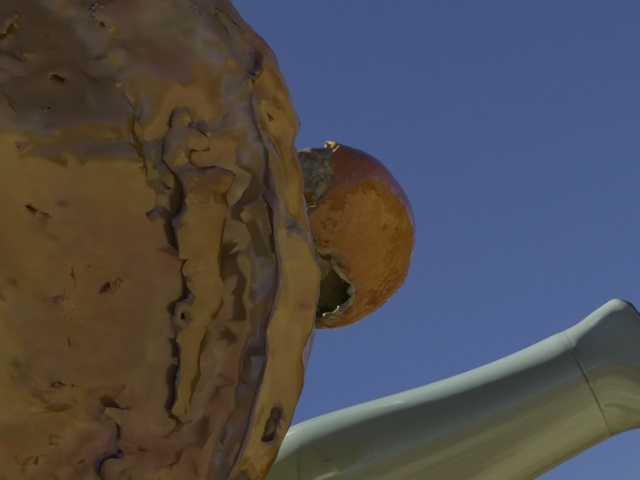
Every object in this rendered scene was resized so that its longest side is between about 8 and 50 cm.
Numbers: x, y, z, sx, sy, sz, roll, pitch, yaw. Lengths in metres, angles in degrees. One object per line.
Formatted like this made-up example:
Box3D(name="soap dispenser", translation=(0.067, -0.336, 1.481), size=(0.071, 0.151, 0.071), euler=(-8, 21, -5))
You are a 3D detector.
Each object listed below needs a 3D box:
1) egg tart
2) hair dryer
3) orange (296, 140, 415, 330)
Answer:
Box3D(name="egg tart", translation=(-0.169, 0.009, 0.614), size=(0.352, 0.352, 0.150), euler=(-45, -22, 18))
Box3D(name="hair dryer", translation=(0.070, 0.147, 0.606), size=(0.206, 0.237, 0.075), euler=(-24, -43, 4))
Box3D(name="orange", translation=(0.000, 0.000, 1.234), size=(0.157, 0.134, 0.156), euler=(2, -54, 2))
